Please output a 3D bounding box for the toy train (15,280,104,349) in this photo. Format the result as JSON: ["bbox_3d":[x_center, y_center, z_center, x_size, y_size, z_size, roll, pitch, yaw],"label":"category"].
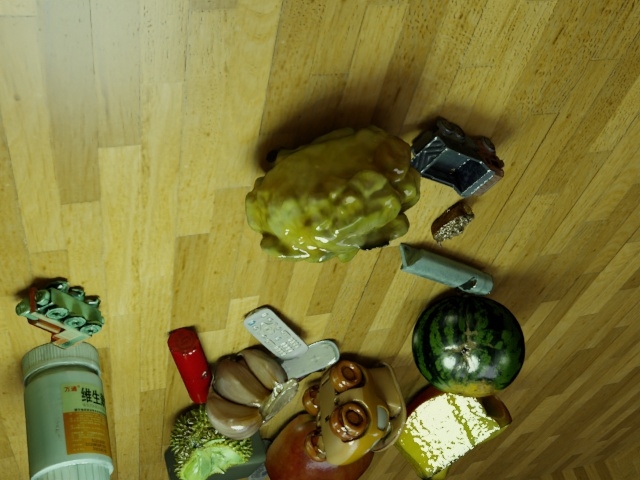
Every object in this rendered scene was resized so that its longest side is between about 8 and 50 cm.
[{"bbox_3d":[-0.484,0.140,1.461,0.118,0.074,0.176,-24,150,15],"label":"toy train"}]

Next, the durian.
[{"bbox_3d":[-0.285,0.513,2.029,0.200,0.176,0.237,0,149,-34],"label":"durian"}]

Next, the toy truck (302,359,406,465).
[{"bbox_3d":[0.083,0.438,2.031,0.211,0.288,0.204,16,136,-25],"label":"toy truck"}]

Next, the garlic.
[{"bbox_3d":[-0.169,0.368,1.839,0.214,0.191,0.160,-50,151,-21],"label":"garlic"}]

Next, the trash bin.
[{"bbox_3d":[-0.299,0.617,2.236,0.240,0.122,0.164,3,142,-34],"label":"trash bin"}]

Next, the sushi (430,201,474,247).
[{"bbox_3d":[0.267,-0.034,1.592,0.052,0.055,0.120,22,129,-38],"label":"sushi"}]

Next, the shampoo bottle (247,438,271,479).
[{"bbox_3d":[-0.192,0.686,2.448,0.086,0.056,0.227,-15,148,-13],"label":"shampoo bottle"}]

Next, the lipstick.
[{"bbox_3d":[-0.288,0.289,1.787,0.073,0.073,0.280,-14,148,-7],"label":"lipstick"}]

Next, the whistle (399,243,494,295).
[{"bbox_3d":[0.277,0.068,1.745,0.312,0.062,0.062,19,133,-44],"label":"whistle"}]

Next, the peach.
[{"bbox_3d":[0.374,0.571,2.398,0.380,0.242,0.306,-46,162,16],"label":"peach"}]

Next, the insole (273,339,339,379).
[{"bbox_3d":[-0.103,0.330,1.954,0.322,0.007,0.109,-23,117,4],"label":"insole"}]

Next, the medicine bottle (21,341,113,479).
[{"bbox_3d":[-0.505,0.374,1.571,0.158,0.318,0.158,-12,147,-8],"label":"medicine bottle"}]

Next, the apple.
[{"bbox_3d":[0.008,0.625,2.372,0.295,0.329,0.365,21,143,12],"label":"apple"}]

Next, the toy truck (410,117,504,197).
[{"bbox_3d":[0.239,-0.140,1.380,0.192,0.092,0.083,14,135,-41],"label":"toy truck"}]

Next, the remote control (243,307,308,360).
[{"bbox_3d":[-0.098,0.212,1.794,0.073,0.044,0.229,-29,138,10],"label":"remote control"}]

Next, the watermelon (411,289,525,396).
[{"bbox_3d":[0.354,0.251,1.883,0.269,0.269,0.269,-13,148,-9],"label":"watermelon"}]

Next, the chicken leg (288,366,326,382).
[{"bbox_3d":[-0.086,0.359,2.015,0.219,0.048,0.089,-38,146,28],"label":"chicken leg"}]

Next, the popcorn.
[{"bbox_3d":[0.020,-0.068,1.276,0.286,0.215,0.252,-16,180,-2],"label":"popcorn"}]
